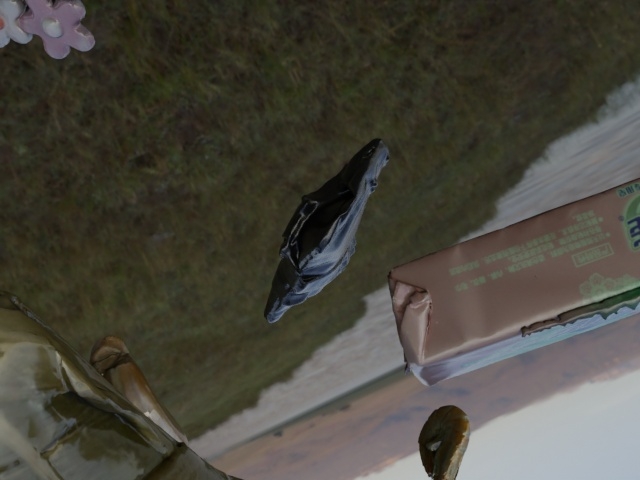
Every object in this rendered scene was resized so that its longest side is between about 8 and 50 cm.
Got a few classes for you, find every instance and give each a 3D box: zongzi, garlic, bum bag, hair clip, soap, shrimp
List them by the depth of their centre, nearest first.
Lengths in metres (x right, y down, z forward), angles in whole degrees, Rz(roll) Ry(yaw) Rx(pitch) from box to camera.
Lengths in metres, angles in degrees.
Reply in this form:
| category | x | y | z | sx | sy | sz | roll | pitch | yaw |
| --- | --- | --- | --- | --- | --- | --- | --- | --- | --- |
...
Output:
| category | x | y | z | sx | sy | sz | roll | pitch | yaw |
| --- | --- | --- | --- | --- | --- | --- | --- | --- | --- |
| soap | 0.188 | 0.034 | 0.688 | 0.273 | 0.098 | 0.218 | -20 | 167 | 4 |
| zongzi | -0.182 | 0.162 | 0.745 | 0.218 | 0.500 | 0.467 | 0 | -162 | 38 |
| bum bag | 0.000 | 0.000 | 0.801 | 0.123 | 0.060 | 0.248 | -50 | 170 | -29 |
| shrimp | 0.124 | 0.225 | 0.869 | 0.059 | 0.108 | 0.023 | 12 | 166 | 43 |
| garlic | -0.291 | 0.280 | 1.297 | 0.110 | 0.228 | 0.217 | -35 | -156 | -17 |
| hair clip | -0.528 | -0.401 | 1.484 | 0.075 | 0.257 | 0.146 | -57 | 159 | -46 |
